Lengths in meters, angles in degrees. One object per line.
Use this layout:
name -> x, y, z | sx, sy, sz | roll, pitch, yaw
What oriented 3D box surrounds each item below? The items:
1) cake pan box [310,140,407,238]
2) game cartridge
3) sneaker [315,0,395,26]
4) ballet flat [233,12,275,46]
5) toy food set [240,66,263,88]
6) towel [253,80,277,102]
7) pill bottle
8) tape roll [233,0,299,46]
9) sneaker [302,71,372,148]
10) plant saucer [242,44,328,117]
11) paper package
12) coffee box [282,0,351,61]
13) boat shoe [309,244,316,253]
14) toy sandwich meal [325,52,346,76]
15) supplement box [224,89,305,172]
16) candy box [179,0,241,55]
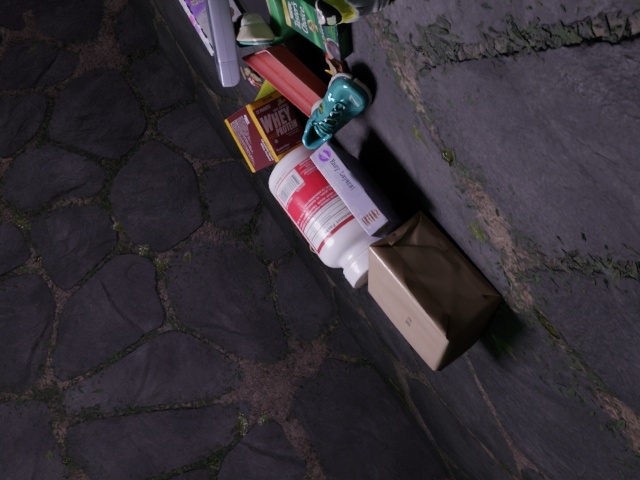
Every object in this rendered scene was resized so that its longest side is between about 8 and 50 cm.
cake pan box -> 0.105, -0.123, 1.563 | 0.266, 0.070, 0.246 | 53, -167, 13
game cartridge -> -0.251, -0.544, 1.549 | 0.198, 0.062, 0.297 | -130, 30, -63
sneaker -> -0.028, -0.531, 1.049 | 0.384, 0.147, 0.145 | 55, 170, 17
ballet flat -> -0.173, -0.517, 1.513 | 0.086, 0.086, 0.248 | 62, 169, -23
toy food set -> -0.232, -0.566, 2.161 | 0.122, 0.019, 0.078 | 40, 162, 32
towel -> -0.147, -0.454, 1.923 | 0.102, 0.021, 0.237 | 57, 152, 4
pill bottle -> 0.048, -0.072, 1.781 | 0.407, 0.229, 0.229 | 53, 168, 18
tape roll -> -0.152, -0.630, 1.484 | 0.321, 0.077, 0.321 | 53, 168, 17
sneaker -> 0.033, -0.291, 1.436 | 0.107, 0.110, 0.275 | 33, 156, -8
plant saucer -> -0.065, -0.414, 1.606 | 0.258, 0.047, 0.259 | 38, 176, -23
paper package -> 0.267, 0.137, 1.556 | 0.309, 0.168, 0.324 | 50, 168, 21
coffee box -> -0.010, -0.477, 1.335 | 0.184, 0.040, 0.113 | 43, 164, 24
boat shoe -> -0.005, -0.006, 2.128 | 0.095, 0.095, 0.257 | 50, 170, -23
toy sandwich meal -> 0.031, -0.405, 1.441 | 0.085, 0.029, 0.085 | 54, 168, 16
supplement box -> -0.166, -0.337, 1.920 | 0.194, 0.129, 0.191 | -10, 111, 60
candy box -> -0.289, -0.657, 1.766 | 0.196, 0.165, 0.070 | 60, 169, -13
